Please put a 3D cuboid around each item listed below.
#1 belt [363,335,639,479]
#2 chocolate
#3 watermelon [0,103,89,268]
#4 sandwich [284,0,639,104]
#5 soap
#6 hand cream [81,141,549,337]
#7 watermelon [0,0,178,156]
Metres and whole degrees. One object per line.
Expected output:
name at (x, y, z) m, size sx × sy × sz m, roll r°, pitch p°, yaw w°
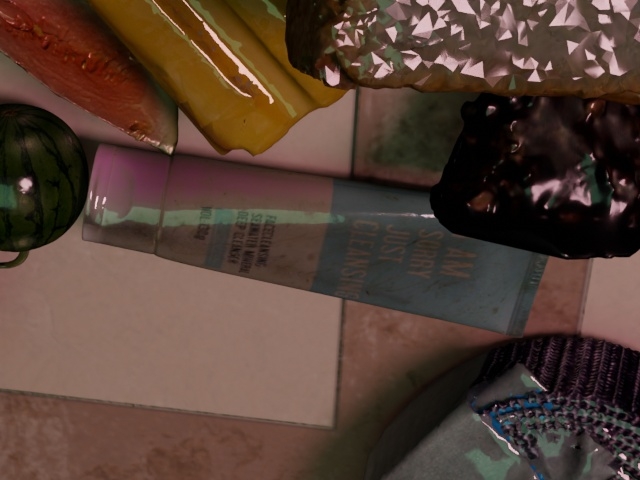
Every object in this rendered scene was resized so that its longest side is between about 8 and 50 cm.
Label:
belt at (0.157, 0.214, 1.129) m, size 0.260 × 0.122 × 0.325 m, roll 40°, pitch 121°, yaw -8°
chocolate at (0.141, -0.075, 0.949) m, size 0.156 × 0.156 × 0.133 m, roll 5°, pitch 107°, yaw 5°
watermelon at (-0.199, -0.037, 1.032) m, size 0.109 × 0.109 × 0.109 m, roll 4°, pitch 124°, yaw 6°
sandwich at (0.130, -0.229, 0.778) m, size 0.262 × 0.131 × 0.325 m, roll 3°, pitch 107°, yaw -15°
soap at (-0.069, -0.223, 0.891) m, size 0.204 × 0.096 × 0.324 m, roll -32°, pitch 114°, yaw 24°
hand cream at (0.000, 0.000, 1.050) m, size 0.312 × 0.070 × 0.111 m, roll 10°, pitch 121°, yaw -3°
watermelon at (-0.152, -0.124, 0.990) m, size 0.163 × 0.087 × 0.069 m, roll 33°, pitch 91°, yaw -15°
